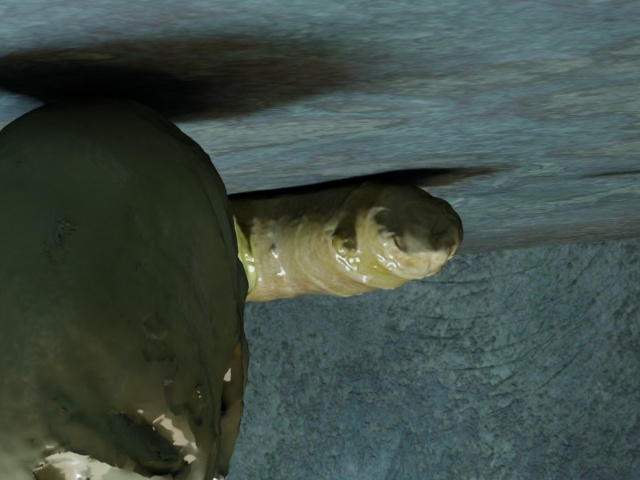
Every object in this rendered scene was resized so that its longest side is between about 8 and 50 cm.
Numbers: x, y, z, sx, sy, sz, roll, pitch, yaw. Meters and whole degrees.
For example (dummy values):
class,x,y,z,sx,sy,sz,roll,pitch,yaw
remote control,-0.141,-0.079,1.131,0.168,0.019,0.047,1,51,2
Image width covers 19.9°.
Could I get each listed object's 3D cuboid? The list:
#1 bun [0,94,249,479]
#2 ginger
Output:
class,x,y,z,sx,sy,sz,roll,pitch,yaw
bun,-0.160,0.067,1.254,0.234,0.326,0.362,16,-139,11
ginger,0.000,0.000,1.954,0.354,0.126,0.190,-3,-173,31
